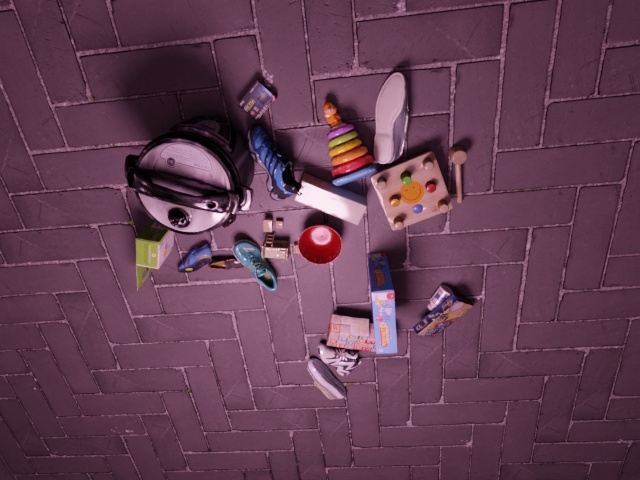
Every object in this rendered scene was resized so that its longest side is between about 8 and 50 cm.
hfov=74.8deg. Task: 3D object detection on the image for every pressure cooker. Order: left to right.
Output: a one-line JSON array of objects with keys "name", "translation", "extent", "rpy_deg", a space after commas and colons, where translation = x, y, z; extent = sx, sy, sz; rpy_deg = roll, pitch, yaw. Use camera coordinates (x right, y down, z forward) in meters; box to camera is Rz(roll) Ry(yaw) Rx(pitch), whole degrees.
[{"name": "pressure cooker", "translation": [-0.437, -0.221, 1.484], "extent": [0.370, 0.420, 0.375], "rpy_deg": [-24, 112, 15]}]

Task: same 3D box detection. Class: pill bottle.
[{"name": "pill bottle", "translation": [0.531, 0.261, 1.870], "extent": [0.067, 0.067, 0.120], "rpy_deg": [25, 115, -9]}]

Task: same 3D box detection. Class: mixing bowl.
[{"name": "mixing bowl", "translation": [0.000, 0.000, 1.750], "extent": [0.182, 0.098, 0.181], "rpy_deg": [1, 116, 3]}]

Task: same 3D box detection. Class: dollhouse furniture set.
[{"name": "dollhouse furniture set", "translation": [-0.150, -0.006, 1.754], "extent": [0.182, 0.101, 0.160], "rpy_deg": [4, 117, 1]}]

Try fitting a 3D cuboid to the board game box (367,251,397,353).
[{"name": "board game box", "translation": [0.256, 0.255, 1.751], "extent": [0.086, 0.302, 0.308], "rpy_deg": [-5, 116, 6]}]

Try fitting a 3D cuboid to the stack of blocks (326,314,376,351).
[{"name": "stack of blocks", "translation": [0.185, 0.432, 1.927], "extent": [0.298, 0.087, 0.171], "rpy_deg": [8, 145, -1]}]

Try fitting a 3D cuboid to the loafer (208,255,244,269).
[{"name": "loafer", "translation": [-0.410, 0.107, 1.848], "extent": [0.170, 0.061, 0.062], "rpy_deg": [-4, 115, 4]}]

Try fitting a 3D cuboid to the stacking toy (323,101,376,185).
[{"name": "stacking toy", "translation": [0.082, -0.369, 1.549], "extent": [0.166, 0.175, 0.301], "rpy_deg": [-20, 100, 13]}]

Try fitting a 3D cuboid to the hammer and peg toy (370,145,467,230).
[{"name": "hammer and peg toy", "translation": [0.405, -0.200, 1.610], "extent": [0.362, 0.127, 0.265], "rpy_deg": [-21, 114, 13]}]

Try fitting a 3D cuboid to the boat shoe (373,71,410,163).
[{"name": "boat shoe", "translation": [0.271, -0.442, 1.533], "extent": [0.099, 0.116, 0.319], "rpy_deg": [-12, 117, -40]}]

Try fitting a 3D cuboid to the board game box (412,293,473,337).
[{"name": "board game box", "translation": [0.551, 0.342, 1.879], "extent": [0.165, 0.042, 0.243], "rpy_deg": [21, 121, -44]}]

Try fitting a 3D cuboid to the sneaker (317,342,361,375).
[{"name": "sneaker", "translation": [0.105, 0.550, 2.026], "extent": [0.153, 0.094, 0.235], "rpy_deg": [-35, 110, 17]}]

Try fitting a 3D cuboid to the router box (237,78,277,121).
[{"name": "router box", "translation": [-0.231, -0.514, 1.537], "extent": [0.092, 0.038, 0.122], "rpy_deg": [40, 112, -15]}]

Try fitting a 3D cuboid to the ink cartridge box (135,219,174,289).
[{"name": "ink cartridge box", "translation": [-0.698, 0.065, 1.773], "extent": [0.097, 0.188, 0.255], "rpy_deg": [10, 118, -4]}]

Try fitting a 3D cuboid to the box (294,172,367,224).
[{"name": "box", "translation": [0.041, -0.166, 1.659], "extent": [0.275, 0.113, 0.094], "rpy_deg": [22, 116, -6]}]

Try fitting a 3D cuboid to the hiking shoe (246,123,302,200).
[{"name": "hiking shoe", "translation": [-0.165, -0.302, 1.571], "extent": [0.132, 0.113, 0.303], "rpy_deg": [-11, 111, 38]}]

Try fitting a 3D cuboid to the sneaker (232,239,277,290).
[{"name": "sneaker", "translation": [-0.269, 0.107, 1.804], "extent": [0.107, 0.110, 0.275], "rpy_deg": [-40, 113, -4]}]

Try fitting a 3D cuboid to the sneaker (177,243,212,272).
[{"name": "sneaker", "translation": [-0.556, 0.081, 1.851], "extent": [0.209, 0.082, 0.069], "rpy_deg": [-27, 155, 31]}]

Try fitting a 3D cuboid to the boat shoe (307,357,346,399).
[{"name": "boat shoe", "translation": [0.014, 0.711, 2.106], "extent": [0.094, 0.109, 0.302], "rpy_deg": [-30, 114, 19]}]
